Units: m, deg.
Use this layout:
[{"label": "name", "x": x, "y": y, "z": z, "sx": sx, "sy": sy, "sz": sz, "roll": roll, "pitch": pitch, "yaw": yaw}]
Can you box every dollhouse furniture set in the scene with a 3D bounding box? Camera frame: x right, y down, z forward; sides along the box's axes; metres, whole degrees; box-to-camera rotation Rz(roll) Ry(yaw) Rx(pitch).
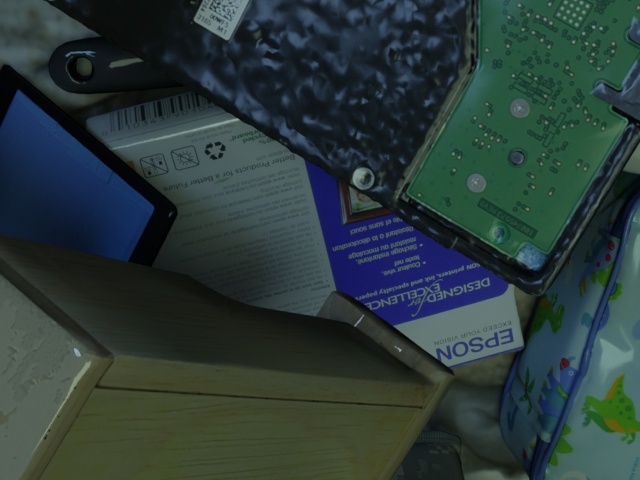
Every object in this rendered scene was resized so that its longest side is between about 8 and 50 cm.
[{"label": "dollhouse furniture set", "x": -0.181, "y": 0.008, "z": 0.560, "sx": 0.394, "sy": 0.256, "sz": 0.362, "roll": 36, "pitch": 98, "yaw": 28}]

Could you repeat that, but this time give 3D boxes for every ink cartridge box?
[{"label": "ink cartridge box", "x": 0.000, "y": 0.000, "z": 0.735, "sx": 0.206, "sy": 0.045, "sz": 0.208, "roll": -15, "pitch": 125, "yaw": -2}]

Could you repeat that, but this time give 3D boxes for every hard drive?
[{"label": "hard drive", "x": 0.017, "y": -0.161, "z": 0.606, "sx": 0.339, "sy": 0.064, "sz": 0.237, "roll": 31, "pitch": 104, "yaw": 12}]

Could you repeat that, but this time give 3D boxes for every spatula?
[{"label": "spatula", "x": 0.004, "y": -0.107, "z": 0.712, "sx": 0.296, "sy": 0.030, "sz": 0.084, "roll": -7, "pitch": 108, "yaw": -8}]

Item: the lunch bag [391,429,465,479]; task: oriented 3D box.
[{"label": "lunch bag", "x": -0.055, "y": 0.225, "z": 0.708, "sx": 0.286, "sy": 0.235, "sz": 0.169, "roll": 3, "pitch": 120, "yaw": -7}]

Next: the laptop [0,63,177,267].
[{"label": "laptop", "x": -0.243, "y": 0.010, "z": 0.662, "sx": 0.264, "sy": 0.136, "sz": 0.234, "roll": 24, "pitch": 104, "yaw": -18}]

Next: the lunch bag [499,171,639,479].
[{"label": "lunch bag", "x": 0.216, "y": 0.060, "z": 0.777, "sx": 0.176, "sy": 0.090, "sz": 0.219, "roll": 12, "pitch": 108, "yaw": -16}]

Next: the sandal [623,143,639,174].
[{"label": "sandal", "x": 0.295, "y": -0.082, "z": 0.722, "sx": 0.416, "sy": 0.102, "sz": 0.169, "roll": 7, "pitch": 65, "yaw": -13}]
